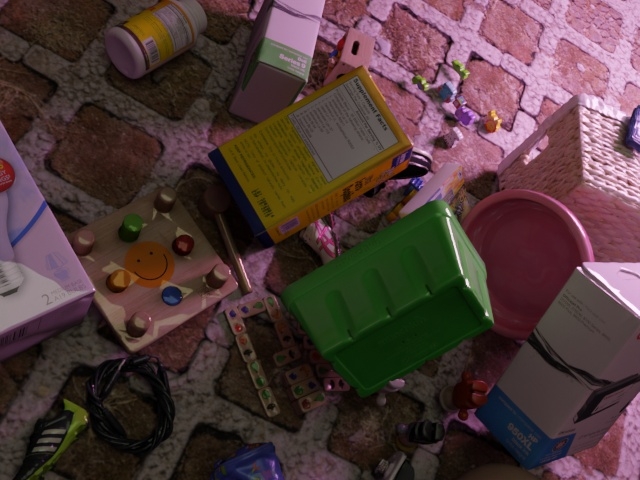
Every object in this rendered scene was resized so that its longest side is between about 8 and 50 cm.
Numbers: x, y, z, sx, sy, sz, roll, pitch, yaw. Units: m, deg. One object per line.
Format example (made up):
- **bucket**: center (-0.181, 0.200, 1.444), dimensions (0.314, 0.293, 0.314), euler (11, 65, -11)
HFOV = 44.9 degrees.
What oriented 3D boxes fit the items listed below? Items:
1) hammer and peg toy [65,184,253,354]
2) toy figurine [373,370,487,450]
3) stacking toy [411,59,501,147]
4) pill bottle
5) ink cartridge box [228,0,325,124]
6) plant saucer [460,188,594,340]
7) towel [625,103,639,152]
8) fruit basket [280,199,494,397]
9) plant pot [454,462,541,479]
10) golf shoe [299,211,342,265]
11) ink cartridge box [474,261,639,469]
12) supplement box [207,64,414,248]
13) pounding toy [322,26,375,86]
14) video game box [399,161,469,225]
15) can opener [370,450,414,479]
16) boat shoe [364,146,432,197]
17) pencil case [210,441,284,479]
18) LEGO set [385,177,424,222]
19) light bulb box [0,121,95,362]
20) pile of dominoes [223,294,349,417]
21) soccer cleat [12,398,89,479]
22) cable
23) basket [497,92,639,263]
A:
- **hammer and peg toy**: center (-0.280, 0.030, 1.491), dimensions (0.361, 0.127, 0.265), euler (-31, 83, -32)
- **toy figurine**: center (0.208, 0.303, 1.589), dimensions (0.210, 0.148, 0.213), euler (-36, 87, -26)
- **stacking toy**: center (0.347, -0.352, 1.993), dimensions (0.167, 0.052, 0.221), euler (-25, 78, -32)
- **pill bottle**: center (-0.350, -0.446, 1.676), dimensions (0.117, 0.117, 0.215), euler (48, 57, 1)
- **ink cartridge box**: center (-0.092, -0.431, 1.730), dimensions (0.122, 0.211, 0.289), euler (19, 62, -15)
- **plant saucer**: center (0.451, 0.051, 1.708), dimensions (0.084, 0.332, 0.332), euler (-7, 70, -47)
- **towel**: center (0.722, -0.248, 1.734), dimensions (0.067, 0.029, 0.119), euler (33, 56, -9)
- **fruit basket**: center (0.131, 0.082, 1.530), dimensions (0.283, 0.392, 0.392), euler (51, 50, -38)
- **plant pot**: center (0.349, 0.543, 1.494), dimensions (0.284, 0.284, 0.191), euler (40, 24, -4)
- **golf shoe**: center (0.000, 0.000, 1.677), dimensions (0.086, 0.067, 0.186), euler (-12, 72, 0)
- **ink cartridge box**: center (0.537, 0.247, 1.558), dimensions (0.286, 0.394, 0.166), euler (0, 36, -43)
- **supplement box**: center (-0.016, -0.161, 1.574), dimensions (0.357, 0.195, 0.194), euler (-30, 82, -2)
- **pounding toy**: center (0.056, -0.424, 1.842), dimensions (0.100, 0.130, 0.141), euler (23, 61, -14)
- **video game box**: center (0.265, -0.044, 1.755), dimensions (0.048, 0.187, 0.205), euler (18, 49, 37)
- **can opener**: center (0.095, 0.521, 1.475), dimensions (0.093, 0.074, 0.280), euler (44, 58, -2)
- **boat shoe**: center (0.095, -0.152, 1.743), dimensions (0.340, 0.127, 0.113), euler (5, 67, -21)
- **pencil case**: center (-0.102, 0.516, 1.363), dimensions (0.133, 0.119, 0.306), euler (-13, 74, -17)
- **LEGO set**: center (0.225, -0.088, 1.791), dimensions (0.087, 0.093, 0.227), euler (40, 58, -3)
- **light bulb box**: center (-0.625, 0.035, 1.277), dimensions (0.358, 0.225, 0.361), euler (-28, 82, -31)
- **pile of dominoes**: center (-0.059, 0.220, 1.559), dimensions (0.196, 0.040, 0.251), euler (-18, 77, -29)
- **soccer cleat**: center (-0.470, 0.349, 1.312), dimensions (0.072, 0.060, 0.179), euler (35, 51, 5)
- **cable**: center (-0.341, 0.298, 1.393), dimensions (0.151, 0.047, 0.184), euler (-4, 70, -25)
- **basket**: center (0.636, -0.110, 1.833), dimensions (0.332, 0.328, 0.266), euler (21, 54, -15)
